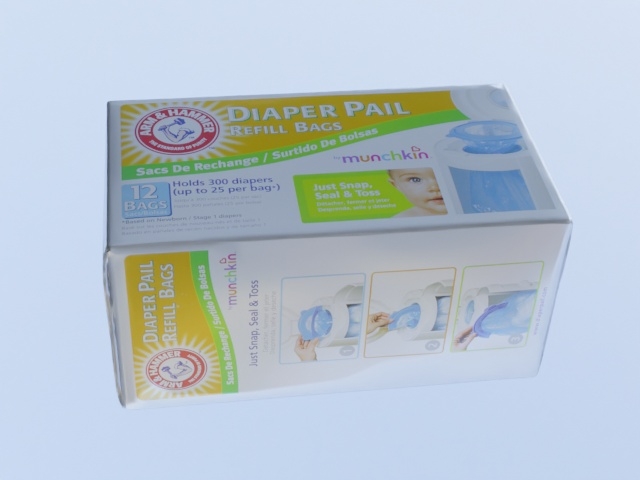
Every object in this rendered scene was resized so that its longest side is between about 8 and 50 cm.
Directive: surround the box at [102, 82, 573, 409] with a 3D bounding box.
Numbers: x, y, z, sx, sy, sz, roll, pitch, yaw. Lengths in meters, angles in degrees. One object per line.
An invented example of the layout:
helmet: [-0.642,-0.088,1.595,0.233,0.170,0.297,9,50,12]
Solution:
box: [0.000,0.000,0.543,0.203,0.103,0.114,-4,-139,-8]
